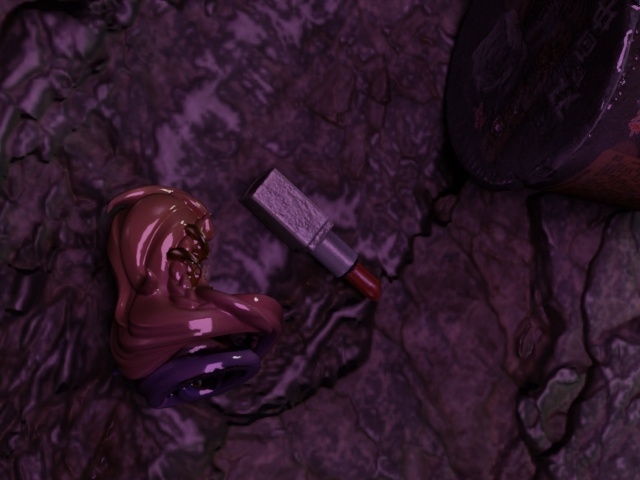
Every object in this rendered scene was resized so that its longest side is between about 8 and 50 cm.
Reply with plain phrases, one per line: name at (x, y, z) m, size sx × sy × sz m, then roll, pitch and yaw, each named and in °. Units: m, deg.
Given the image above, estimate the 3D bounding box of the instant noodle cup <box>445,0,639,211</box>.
instant noodle cup at (0.237, -0.116, 1.097) m, size 0.207 × 0.217 × 0.217 m, roll 16°, pitch 79°, yaw -28°

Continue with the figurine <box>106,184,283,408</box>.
figurine at (-0.097, 0.037, 0.987) m, size 0.157 × 0.126 × 0.114 m, roll 66°, pitch 24°, yaw -6°

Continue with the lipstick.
lipstick at (0.000, 0.001, 1.074) m, size 0.129 × 0.030 × 0.030 m, roll 43°, pitch 71°, yaw -14°
